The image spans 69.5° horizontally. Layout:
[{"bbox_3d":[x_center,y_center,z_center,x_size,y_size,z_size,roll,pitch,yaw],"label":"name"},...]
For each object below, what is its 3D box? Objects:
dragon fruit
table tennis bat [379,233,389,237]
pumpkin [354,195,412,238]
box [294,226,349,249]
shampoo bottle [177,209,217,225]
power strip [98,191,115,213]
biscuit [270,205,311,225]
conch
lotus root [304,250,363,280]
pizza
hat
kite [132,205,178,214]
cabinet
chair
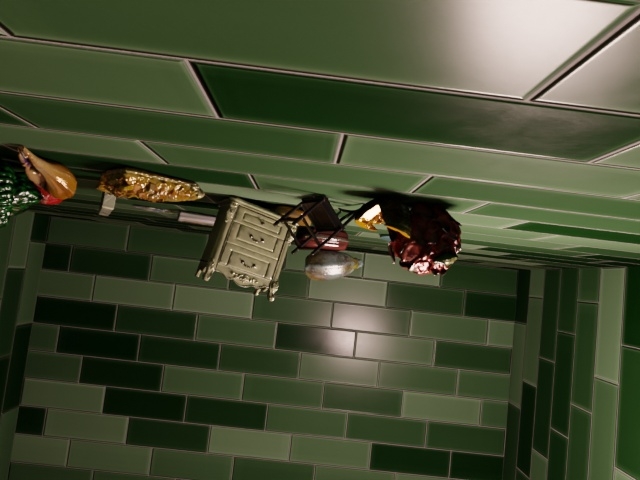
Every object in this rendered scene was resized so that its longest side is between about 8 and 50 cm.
[{"bbox_3d":[0.307,-0.023,1.430,0.293,0.234,0.234,46,-163,29],"label":"dragon fruit"},{"bbox_3d":[0.417,-0.002,2.405,0.237,0.038,0.149,14,170,-31],"label":"table tennis bat"},{"bbox_3d":[0.192,-0.077,1.347,0.183,0.108,0.119,12,174,44],"label":"pumpkin"},{"bbox_3d":[0.000,0.000,2.537,0.263,0.108,0.404,8,176,-13],"label":"box"},{"bbox_3d":[-0.611,-0.110,2.359,0.227,0.056,0.086,9,176,-25],"label":"shampoo bottle"},{"bbox_3d":[-0.802,-0.157,1.740,0.043,0.106,0.367,11,174,-27],"label":"power strip"},{"bbox_3d":[-0.116,-0.105,1.805,0.170,0.050,0.170,15,171,2],"label":"biscuit"},{"bbox_3d":[-0.805,-0.206,1.372,0.109,0.093,0.330,23,155,3],"label":"conch"},{"bbox_3d":[0.073,0.130,2.439,0.322,0.158,0.140,-3,175,-5],"label":"lotus root"},{"bbox_3d":[-0.549,-0.165,1.486,0.268,0.087,0.258,7,179,-39],"label":"pizza"},{"bbox_3d":[-1.007,-0.148,1.499,0.274,0.242,0.332,19,-162,42],"label":"hat"},{"bbox_3d":[-0.820,-0.152,2.412,0.310,0.015,0.169,11,174,-22],"label":"kite"},{"bbox_3d":[-0.288,0.035,1.771,0.290,0.318,0.227,22,170,-24],"label":"cabinet"},{"bbox_3d":[0.002,-0.077,1.504,0.260,0.141,0.154,-41,-159,-26],"label":"chair"}]
